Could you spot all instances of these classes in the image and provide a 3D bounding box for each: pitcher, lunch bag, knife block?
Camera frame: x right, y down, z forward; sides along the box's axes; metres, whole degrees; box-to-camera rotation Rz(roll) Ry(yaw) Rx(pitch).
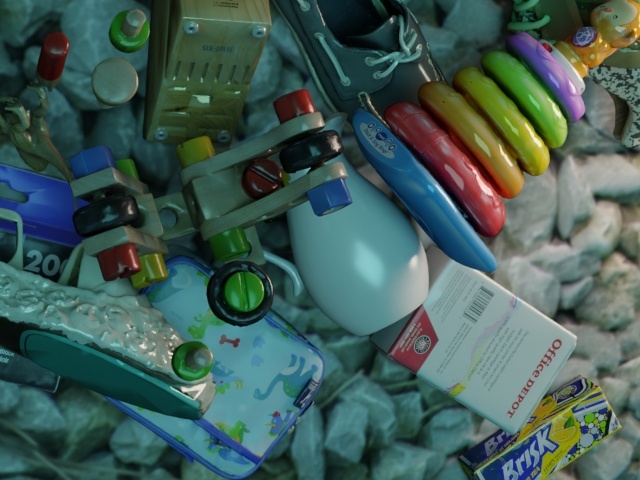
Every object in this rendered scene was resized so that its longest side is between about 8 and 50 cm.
[{"bbox_3d":[0.000,0.000,1.774,0.177,0.125,0.207,-29,97,12],"label":"pitcher"},{"bbox_3d":[-0.118,0.127,1.771,0.219,0.090,0.176,39,91,-18],"label":"lunch bag"},{"bbox_3d":[-0.115,-0.260,1.712,0.088,0.242,0.276,3,144,-15],"label":"knife block"}]

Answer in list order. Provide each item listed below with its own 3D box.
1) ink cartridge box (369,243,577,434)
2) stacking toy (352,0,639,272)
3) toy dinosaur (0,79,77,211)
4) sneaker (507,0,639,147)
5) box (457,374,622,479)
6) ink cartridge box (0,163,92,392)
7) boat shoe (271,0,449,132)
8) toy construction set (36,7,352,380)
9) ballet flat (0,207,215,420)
[{"bbox_3d":[0.162,0.105,1.852,0.175,0.072,0.127,33,90,-19],"label":"ink cartridge box"},{"bbox_3d":[0.195,-0.133,1.699,0.302,0.175,0.166,-40,129,1],"label":"stacking toy"},{"bbox_3d":[-0.271,-0.099,1.647,0.053,0.183,0.093,-33,134,-31],"label":"toy dinosaur"},{"bbox_3d":[0.246,-0.240,1.784,0.410,0.158,0.182,39,100,-15],"label":"sneaker"},{"bbox_3d":[0.238,0.220,1.906,0.169,0.054,0.059,-33,108,-8],"label":"box"},{"bbox_3d":[-0.330,0.027,1.714,0.206,0.045,0.208,14,95,-17],"label":"ink cartridge box"},{"bbox_3d":[0.044,-0.197,1.748,0.116,0.099,0.319,-40,109,-9],"label":"boat shoe"},{"bbox_3d":[-0.143,-0.060,1.623,0.257,0.237,0.309,-44,93,-15],"label":"toy construction set"},{"bbox_3d":[-0.276,0.043,1.629,0.409,0.147,0.147,20,94,-9],"label":"ballet flat"}]
